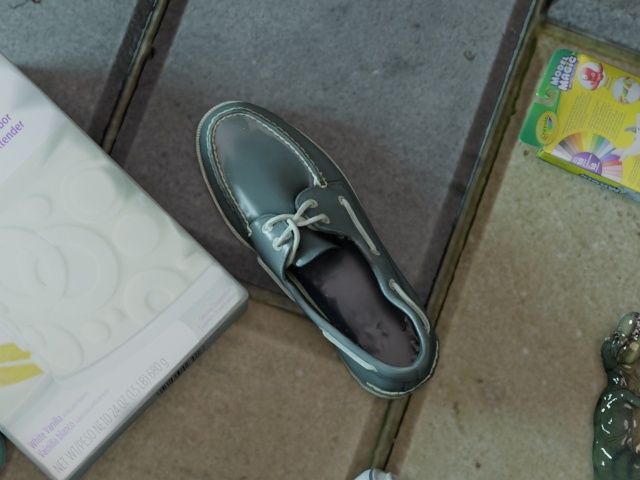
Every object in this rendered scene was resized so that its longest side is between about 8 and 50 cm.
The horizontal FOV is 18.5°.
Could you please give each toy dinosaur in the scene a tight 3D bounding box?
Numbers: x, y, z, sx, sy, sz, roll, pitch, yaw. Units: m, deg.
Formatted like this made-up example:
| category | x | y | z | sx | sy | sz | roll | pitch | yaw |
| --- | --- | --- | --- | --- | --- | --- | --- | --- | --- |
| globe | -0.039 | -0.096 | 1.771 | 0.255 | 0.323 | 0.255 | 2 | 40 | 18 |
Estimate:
| category | x | y | z | sx | sy | sz | roll | pitch | yaw |
| --- | --- | --- | --- | --- | --- | --- | --- | --- | --- |
| toy dinosaur | 0.292 | 0.204 | 1.770 | 0.118 | 0.064 | 0.268 | 11 | 84 | 12 |

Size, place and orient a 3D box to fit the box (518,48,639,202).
| category | x | y | z | sx | sy | sz | roll | pitch | yaw |
| --- | --- | --- | --- | --- | --- | --- | --- | --- | --- |
| box | 0.280 | -0.099 | 1.820 | 0.179 | 0.043 | 0.105 | 24 | 82 | -2 |

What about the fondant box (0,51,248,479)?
| category | x | y | z | sx | sy | sz | roll | pitch | yaw |
| --- | --- | --- | --- | --- | --- | --- | --- | --- | --- |
| fondant box | -0.261 | 0.024 | 1.746 | 0.330 | 0.096 | 0.238 | 44 | 82 | 4 |

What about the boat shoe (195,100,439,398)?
| category | x | y | z | sx | sy | sz | roll | pitch | yaw |
| --- | --- | --- | --- | --- | --- | --- | --- | --- | --- |
| boat shoe | 0.000 | 0.000 | 1.761 | 0.116 | 0.099 | 0.319 | -34 | 85 | -7 |

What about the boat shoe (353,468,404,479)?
| category | x | y | z | sx | sy | sz | roll | pitch | yaw |
| --- | --- | --- | --- | --- | --- | --- | --- | --- | --- |
| boat shoe | 0.144 | 0.285 | 1.718 | 0.267 | 0.096 | 0.088 | 45 | 106 | 2 |

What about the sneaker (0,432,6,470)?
| category | x | y | z | sx | sy | sz | roll | pitch | yaw |
| --- | --- | --- | --- | --- | --- | --- | --- | --- | --- |
| sneaker | -0.398 | 0.223 | 1.682 | 0.256 | 0.151 | 0.094 | -29 | 86 | -5 |
